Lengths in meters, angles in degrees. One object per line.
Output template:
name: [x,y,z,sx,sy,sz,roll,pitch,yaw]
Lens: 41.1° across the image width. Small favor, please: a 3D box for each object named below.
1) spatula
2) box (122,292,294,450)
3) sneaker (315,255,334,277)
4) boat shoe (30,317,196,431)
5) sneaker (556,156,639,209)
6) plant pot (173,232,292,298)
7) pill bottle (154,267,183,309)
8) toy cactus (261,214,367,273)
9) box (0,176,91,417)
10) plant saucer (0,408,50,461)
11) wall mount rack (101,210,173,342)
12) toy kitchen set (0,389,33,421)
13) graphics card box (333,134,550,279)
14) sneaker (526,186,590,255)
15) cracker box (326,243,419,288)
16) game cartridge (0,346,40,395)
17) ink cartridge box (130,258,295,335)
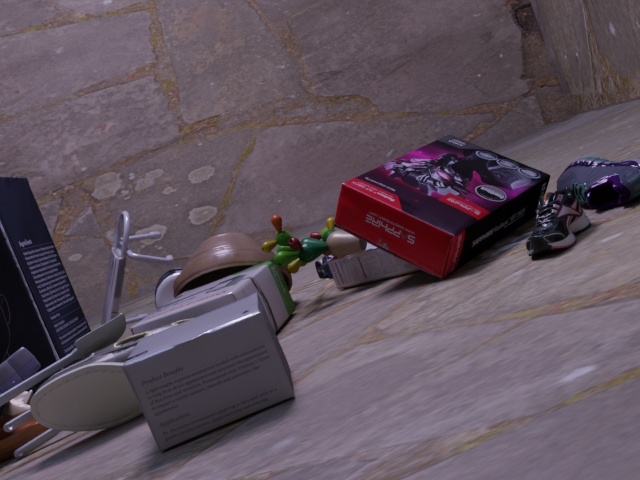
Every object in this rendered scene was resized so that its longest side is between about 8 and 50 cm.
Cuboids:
spatula: [-0.380,0.232,1.307,0.242,0.168,0.019,-33,48,-23]
box: [-0.140,0.162,1.107,0.181,0.119,0.182,-22,6,-3]
sneaker: [0.033,0.050,1.888,0.058,0.052,0.135,-19,5,-19]
boat shoe: [-0.280,0.197,1.283,0.305,0.109,0.091,-17,27,-13]
sneaker: [0.462,-0.092,1.457,0.098,0.083,0.224,-29,9,-22]
plant pot: [-0.182,0.060,1.730,0.237,0.109,0.237,-9,-30,-5]
pill bottle: [-0.345,0.134,2.116,0.130,0.130,0.246,-23,6,-10]
toy cactus: [0.000,0.000,1.613,0.181,0.112,0.219,-5,0,27]
box: [-0.802,0.162,1.836,0.480,0.471,0.297,-21,6,0]
plant saucer: [-0.514,0.325,1.408,0.200,0.037,0.200,-21,6,2]
wall mount rack: [-0.404,0.106,1.866,0.131,0.350,0.304,8,9,-20]
toy kitchen set: [-0.540,0.328,1.565,0.068,0.075,0.083,14,46,0]
graphics card box: [0.227,-0.074,1.539,0.233,0.094,0.371,27,34,30]
sneaker: [0.352,-0.032,1.306,0.072,0.077,0.178,-20,6,33]
cracker box: [0.148,0.020,1.638,0.232,0.067,0.156,-15,9,44]
game cartridge: [-0.603,0.299,1.423,0.230,0.068,0.355,-40,5,-37]
ink cartridge box: [-0.180,0.139,1.506,0.198,0.114,0.273,-20,5,14]
